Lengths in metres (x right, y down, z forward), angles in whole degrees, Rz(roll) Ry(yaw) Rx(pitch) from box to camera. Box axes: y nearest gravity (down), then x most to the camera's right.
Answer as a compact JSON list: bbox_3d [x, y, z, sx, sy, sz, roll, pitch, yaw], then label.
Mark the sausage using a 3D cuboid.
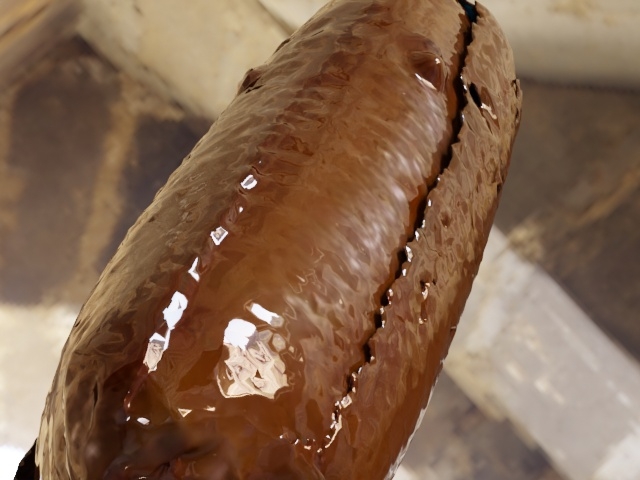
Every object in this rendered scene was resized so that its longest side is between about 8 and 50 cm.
[{"bbox_3d":[0.000,0.000,0.498,0.102,0.102,0.330,-53,4,31],"label":"sausage"}]
